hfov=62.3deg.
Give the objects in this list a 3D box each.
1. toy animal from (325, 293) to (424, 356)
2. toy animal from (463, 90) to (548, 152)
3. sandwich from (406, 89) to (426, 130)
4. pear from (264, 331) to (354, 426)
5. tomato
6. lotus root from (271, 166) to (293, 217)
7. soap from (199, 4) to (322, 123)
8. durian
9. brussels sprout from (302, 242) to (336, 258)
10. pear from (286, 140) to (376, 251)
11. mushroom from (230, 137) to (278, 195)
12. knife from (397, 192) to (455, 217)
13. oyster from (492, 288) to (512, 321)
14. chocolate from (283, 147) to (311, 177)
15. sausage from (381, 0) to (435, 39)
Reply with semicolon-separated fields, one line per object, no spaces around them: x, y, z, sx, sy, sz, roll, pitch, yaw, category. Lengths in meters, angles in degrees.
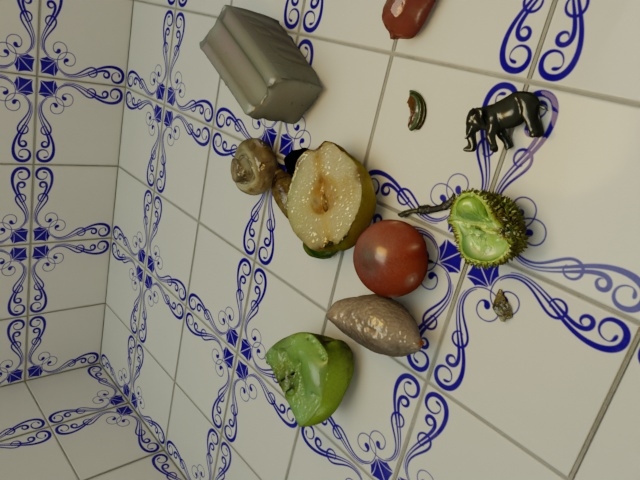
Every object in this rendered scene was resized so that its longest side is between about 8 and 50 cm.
0.206;0.280;1.776;0.358;0.226;0.188;26;101;41;toy animal
0.508;-0.327;1.488;0.245;0.114;0.146;-20;86;23;toy animal
0.310;-0.428;1.724;0.067;0.029;0.135;-10;87;45;sandwich
-0.006;0.489;2.028;0.318;0.238;0.342;-49;55;24;pear
0.229;0.058;1.734;0.256;0.224;0.255;21;118;49;tomato
-0.125;-0.185;2.126;0.145;0.128;0.260;85;162;-70;lotus root
-0.213;-0.665;2.033;0.213;0.350;0.435;-45;64;30;soap
0.475;-0.033;1.496;0.200;0.177;0.237;-54;52;47;durian
-0.005;0.002;2.031;0.151;0.122;0.149;-44;67;41;brussels sprout
0.058;-0.143;1.892;0.340;0.191;0.386;-15;71;37;pear
-0.285;-0.317;2.248;0.255;0.184;0.254;17;110;58;mushroom
0.347;-0.101;1.729;0.222;0.021;0.045;-19;82;41;knife
0.532;0.194;1.566;0.051;0.034;0.093;-37;64;34;oyster
-0.068;-0.307;2.096;0.149;0.080;0.125;45;113;42;chocolate
0.280;-0.747;1.642;0.148;0.148;0.254;41;120;35;sausage
